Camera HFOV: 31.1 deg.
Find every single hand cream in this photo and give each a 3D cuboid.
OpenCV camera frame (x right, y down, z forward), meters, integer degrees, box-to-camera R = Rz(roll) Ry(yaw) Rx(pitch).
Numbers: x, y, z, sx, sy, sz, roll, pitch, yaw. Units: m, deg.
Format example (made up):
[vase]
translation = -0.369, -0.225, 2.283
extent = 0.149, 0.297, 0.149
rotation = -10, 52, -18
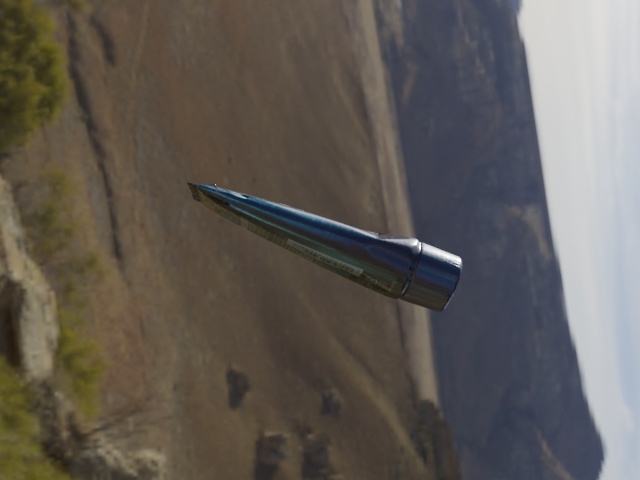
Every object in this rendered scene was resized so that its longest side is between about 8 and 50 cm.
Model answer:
[hand cream]
translation = 0.000, 0.000, 1.109
extent = 0.120, 0.270, 0.061
rotation = 125, -16, -85
